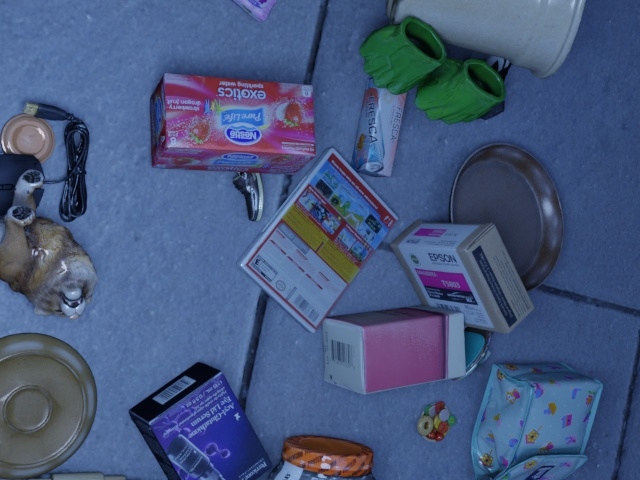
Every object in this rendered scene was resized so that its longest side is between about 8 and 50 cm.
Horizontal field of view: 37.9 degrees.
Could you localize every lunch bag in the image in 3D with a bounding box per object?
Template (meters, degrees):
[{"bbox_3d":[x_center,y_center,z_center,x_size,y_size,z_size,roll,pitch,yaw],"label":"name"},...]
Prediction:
[{"bbox_3d":[0.444,0.396,1.939,0.223,0.160,0.262,5,102,-33],"label":"lunch bag"}]

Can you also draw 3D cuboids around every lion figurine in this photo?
[{"bbox_3d":[-0.523,0.015,1.364,0.392,0.240,0.142,5,48,-15],"label":"lion figurine"}]

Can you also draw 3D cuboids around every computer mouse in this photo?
[{"bbox_3d":[-0.469,-0.121,1.414,0.262,0.060,0.184,5,102,-31],"label":"computer mouse"}]

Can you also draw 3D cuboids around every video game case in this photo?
[{"bbox_3d":[0.000,0.000,1.729,0.204,0.025,0.285,45,72,-24],"label":"video game case"}]

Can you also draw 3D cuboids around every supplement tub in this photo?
[{"bbox_3d":[-0.005,0.531,1.656,0.207,0.207,0.338,6,90,-30],"label":"supplement tub"}]

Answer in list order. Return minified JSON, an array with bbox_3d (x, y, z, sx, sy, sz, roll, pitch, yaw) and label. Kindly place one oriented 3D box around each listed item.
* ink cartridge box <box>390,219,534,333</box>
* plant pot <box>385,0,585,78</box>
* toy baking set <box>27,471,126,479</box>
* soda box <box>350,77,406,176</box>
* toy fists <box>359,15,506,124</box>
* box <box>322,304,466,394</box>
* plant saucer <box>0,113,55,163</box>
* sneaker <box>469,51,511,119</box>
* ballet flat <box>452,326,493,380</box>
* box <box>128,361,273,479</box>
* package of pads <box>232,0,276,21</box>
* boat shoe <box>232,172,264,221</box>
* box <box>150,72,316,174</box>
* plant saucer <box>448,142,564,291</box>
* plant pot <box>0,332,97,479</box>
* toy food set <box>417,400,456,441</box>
[{"bbox_3d":[0.264,0.065,1.765,0.088,0.235,0.193,-39,110,-23],"label":"ink cartridge box"},{"bbox_3d":[0.285,-0.478,1.695,0.305,0.334,0.334,6,90,-4],"label":"plant pot"},{"bbox_3d":[-0.390,0.475,1.535,0.256,0.030,0.196,1,96,-30],"label":"toy baking set"},{"bbox_3d":[0.111,-0.214,1.761,0.063,0.058,0.183,12,86,-30],"label":"soda box"},{"bbox_3d":[0.198,-0.303,1.696,0.279,0.142,0.096,25,57,-29],"label":"toy fists"},{"bbox_3d":[0.137,0.200,1.750,0.232,0.148,0.127,-5,95,-30],"label":"box"},{"bbox_3d":[-0.458,-0.157,1.461,0.083,0.013,0.083,-2,94,-31],"label":"plant saucer"},{"bbox_3d":[0.352,-0.331,1.892,0.217,0.079,0.121,-49,128,-23],"label":"sneaker"},{"bbox_3d":[0.327,0.192,1.910,0.079,0.077,0.221,34,75,-47],"label":"ballet flat"},{"bbox_3d":[-0.202,0.338,1.586,0.153,0.108,0.207,-35,109,-24],"label":"box"},{"bbox_3d":[-0.122,-0.426,1.627,0.083,0.032,0.050,34,78,-27],"label":"package of pads"},{"bbox_3d":[-0.131,-0.107,1.634,0.049,0.056,0.152,-4,85,-23],"label":"boat shoe"},{"bbox_3d":[-0.146,-0.189,1.544,0.257,0.122,0.128,2,78,-21],"label":"box"},{"bbox_3d":[0.372,-0.043,1.906,0.311,0.050,0.310,5,82,-33],"label":"plant saucer"},{"bbox_3d":[-0.465,0.265,1.474,0.236,0.032,0.236,-3,95,-30],"label":"plant pot"},{"bbox_3d":[0.234,0.368,1.890,0.083,0.020,0.082,42,73,-25],"label":"toy food set"}]
